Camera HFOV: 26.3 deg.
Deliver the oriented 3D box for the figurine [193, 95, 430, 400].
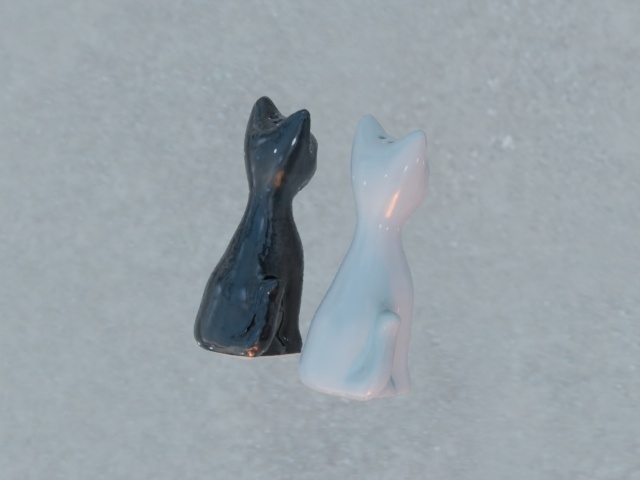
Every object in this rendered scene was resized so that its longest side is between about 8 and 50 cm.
[{"bbox_3d":[0.000,0.000,1.062,0.215,0.092,0.209,14,98,48],"label":"figurine"}]
